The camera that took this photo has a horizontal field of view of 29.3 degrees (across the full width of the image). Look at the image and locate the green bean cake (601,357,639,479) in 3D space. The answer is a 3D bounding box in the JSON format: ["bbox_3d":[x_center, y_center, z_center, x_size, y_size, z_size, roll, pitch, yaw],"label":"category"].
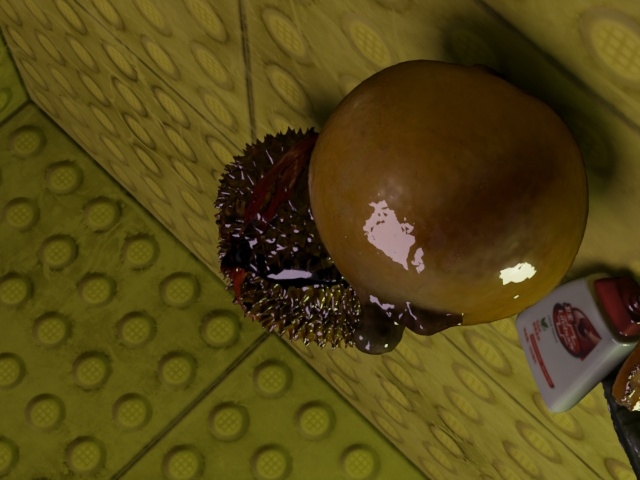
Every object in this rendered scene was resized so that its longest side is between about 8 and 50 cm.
[{"bbox_3d":[0.442,0.259,1.633,0.185,0.094,0.183,-108,-6,-59],"label":"green bean cake"}]

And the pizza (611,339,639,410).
[{"bbox_3d":[0.447,0.142,1.423,0.199,0.188,0.062,28,-156,-24],"label":"pizza"}]

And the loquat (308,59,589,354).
[{"bbox_3d":[0.134,-0.031,1.394,0.328,0.360,0.328,26,175,2],"label":"loquat"}]

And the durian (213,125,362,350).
[{"bbox_3d":[0.000,-0.003,1.860,0.384,0.347,0.348,49,166,26],"label":"durian"}]

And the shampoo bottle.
[{"bbox_3d":[0.359,0.111,1.564,0.284,0.071,0.153,-46,58,59],"label":"shampoo bottle"}]
